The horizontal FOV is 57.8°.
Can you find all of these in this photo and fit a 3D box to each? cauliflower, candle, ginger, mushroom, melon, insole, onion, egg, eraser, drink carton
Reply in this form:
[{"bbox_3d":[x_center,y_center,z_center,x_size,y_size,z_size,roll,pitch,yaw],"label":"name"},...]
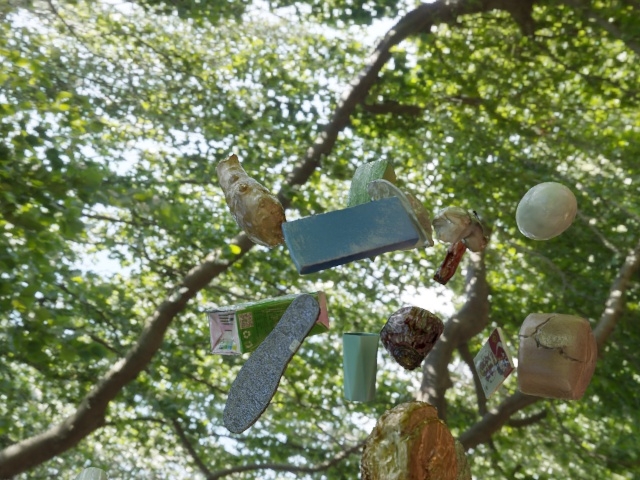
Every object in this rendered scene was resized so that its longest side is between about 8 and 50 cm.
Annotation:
[{"bbox_3d":[0.426,0.852,2.230,0.281,0.327,0.260,-40,0,20],"label":"cauliflower"},{"bbox_3d":[0.425,0.015,1.783,0.302,0.059,0.084,-55,6,-33],"label":"candle"},{"bbox_3d":[-0.191,-0.111,1.711,0.166,0.375,0.236,-36,-56,11],"label":"ginger"},{"bbox_3d":[0.380,-0.031,1.545,0.278,0.099,0.096,17,-116,-55],"label":"mushroom"},{"bbox_3d":[0.160,-0.094,1.931,0.124,0.196,0.324,14,-100,-26],"label":"melon"},{"bbox_3d":[-0.098,0.240,1.141,0.309,0.110,0.012,-54,-41,1],"label":"insole"},{"bbox_3d":[0.349,0.347,2.225,0.216,0.206,0.207,-49,-16,-44],"label":"onion"},{"bbox_3d":[0.642,-0.080,1.663,0.151,0.151,0.209,-60,-4,-27],"label":"egg"},{"bbox_3d":[0.071,-0.015,1.414,0.311,0.144,0.043,-14,-32,-15],"label":"eraser"},{"bbox_3d":[-0.127,0.193,1.390,0.271,0.161,0.108,-8,-91,-40],"label":"drink carton"}]

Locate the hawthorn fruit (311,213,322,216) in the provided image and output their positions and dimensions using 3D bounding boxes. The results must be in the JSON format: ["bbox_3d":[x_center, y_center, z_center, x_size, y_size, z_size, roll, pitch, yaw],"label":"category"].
[{"bbox_3d":[0.000,0.000,1.954,0.173,0.172,0.173,-47,-34,-46],"label":"hawthorn fruit"}]

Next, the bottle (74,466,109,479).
[{"bbox_3d":[-0.651,0.738,1.606,0.245,0.104,0.104,-141,65,-74],"label":"bottle"}]

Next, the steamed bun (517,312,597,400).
[{"bbox_3d":[0.781,0.370,1.949,0.199,0.251,0.301,47,-127,-40],"label":"steamed bun"}]

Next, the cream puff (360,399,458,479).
[{"bbox_3d":[0.244,0.645,1.704,0.327,0.231,0.343,-25,-80,-48],"label":"cream puff"}]

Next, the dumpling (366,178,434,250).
[{"bbox_3d":[0.227,-0.084,1.639,0.175,0.243,0.227,-48,-60,-35],"label":"dumpling"}]

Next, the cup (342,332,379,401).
[{"bbox_3d":[0.140,0.450,2.067,0.134,0.148,0.236,166,108,-69],"label":"cup"}]

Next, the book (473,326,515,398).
[{"bbox_3d":[0.610,0.434,2.047,0.232,0.022,0.162,104,163,-48],"label":"book"}]
